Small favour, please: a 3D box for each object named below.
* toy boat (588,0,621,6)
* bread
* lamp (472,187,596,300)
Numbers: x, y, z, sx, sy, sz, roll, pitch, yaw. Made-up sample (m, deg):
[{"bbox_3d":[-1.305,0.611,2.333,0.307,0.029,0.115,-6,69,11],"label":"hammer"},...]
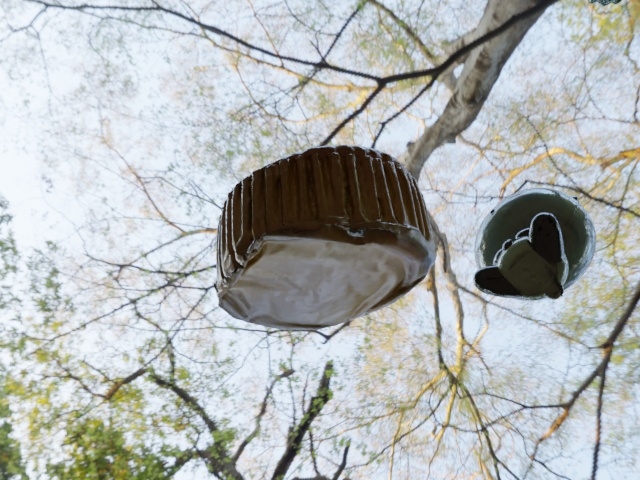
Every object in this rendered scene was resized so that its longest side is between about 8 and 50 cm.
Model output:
[{"bbox_3d":[0.151,-0.268,0.396,0.088,0.089,0.229,-12,-92,-8],"label":"toy boat"},{"bbox_3d":[0.001,0.000,0.509,0.199,0.199,0.104,-12,-119,10],"label":"bread"},{"bbox_3d":[0.337,0.014,0.911,0.198,0.244,0.197,6,-76,24],"label":"lamp"}]
